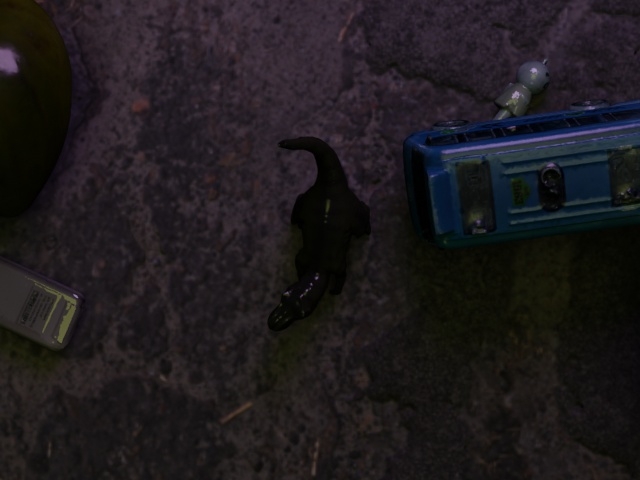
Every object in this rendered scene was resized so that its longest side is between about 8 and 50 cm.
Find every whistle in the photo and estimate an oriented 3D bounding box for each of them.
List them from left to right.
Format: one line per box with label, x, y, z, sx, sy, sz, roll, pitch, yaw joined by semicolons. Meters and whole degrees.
whistle;0.199;-0.143;1.202;0.035;0.035;0.100;38;91;5

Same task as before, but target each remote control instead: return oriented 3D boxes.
remote control;-0.367;0.035;1.227;0.261;0.029;0.067;24;88;7

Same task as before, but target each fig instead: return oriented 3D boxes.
fig;-0.337;-0.130;1.171;0.203;0.203;0.225;-10;128;2

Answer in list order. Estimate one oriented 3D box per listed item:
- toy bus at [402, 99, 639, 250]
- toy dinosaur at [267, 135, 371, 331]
toy bus;0.206;-0.062;1.134;0.246;0.134;0.113;-8;104;2
toy dinosaur;0.000;0.000;1.131;0.087;0.179;0.187;8;89;5
